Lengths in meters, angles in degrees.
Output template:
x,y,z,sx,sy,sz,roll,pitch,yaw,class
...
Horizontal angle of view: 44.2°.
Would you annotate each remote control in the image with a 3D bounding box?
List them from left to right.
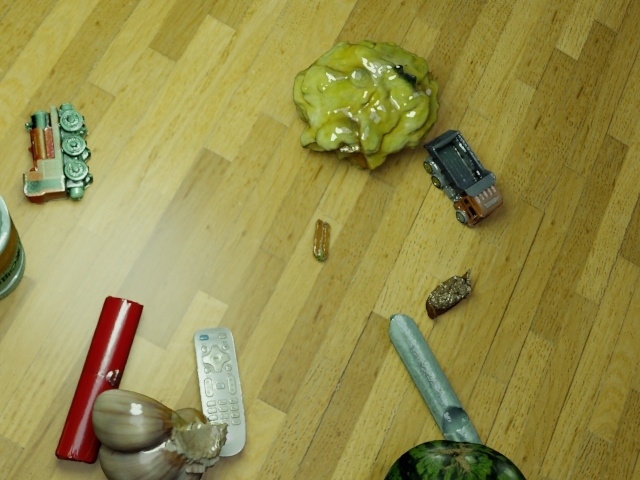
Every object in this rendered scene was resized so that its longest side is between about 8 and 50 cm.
x,y,z,sx,sy,sz,roll,pitch,yaw,class
-0.179,0.267,1.394,0.073,0.044,0.229,-5,70,-19,remote control

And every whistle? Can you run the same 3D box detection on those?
x,y,z,sx,sy,sz,roll,pitch,yaw,class
0.215,0.276,1.487,0.062,0.062,0.312,-27,85,-19,whistle

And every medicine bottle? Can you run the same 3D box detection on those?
x,y,z,sx,sy,sz,roll,pitch,yaw,class
-0.549,0.001,1.211,0.158,0.318,0.158,4,75,-14,medicine bottle

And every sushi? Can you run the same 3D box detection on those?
x,y,z,sx,sy,sz,roll,pitch,yaw,class
0.252,0.105,1.542,0.120,0.055,0.052,-29,79,-21,sushi

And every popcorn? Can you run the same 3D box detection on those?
x,y,z,sx,sy,sz,roll,pitch,yaw,class
0.085,-0.259,1.507,0.286,0.215,0.252,11,106,-11,popcorn

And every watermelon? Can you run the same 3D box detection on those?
x,y,z,sx,sy,sz,roll,pitch,yaw,class
0.233,0.471,1.343,0.269,0.269,0.269,4,76,-14,watermelon

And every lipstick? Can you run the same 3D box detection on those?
x,y,z,sx,sy,sz,roll,pitch,yaw,class
-0.373,0.235,1.334,0.073,0.073,0.280,17,74,-11,lipstick

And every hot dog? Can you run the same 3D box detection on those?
x,y,z,sx,sy,sz,roll,pitch,yaw,class
0.000,0.000,1.518,0.037,0.021,0.083,20,68,-32,hot dog

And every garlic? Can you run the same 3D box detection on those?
x,y,z,sx,sy,sz,roll,pitch,yaw,class
-0.281,0.332,1.264,0.214,0.191,0.160,26,63,-48,garlic

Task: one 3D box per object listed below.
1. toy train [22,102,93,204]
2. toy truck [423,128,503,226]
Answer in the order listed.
x,y,z,sx,sy,sz,roll,pitch,yaw,class
-0.472,-0.156,1.403,0.118,0.074,0.176,-8,81,-13,toy train
0.285,-0.127,1.587,0.083,0.092,0.192,-32,87,-21,toy truck
